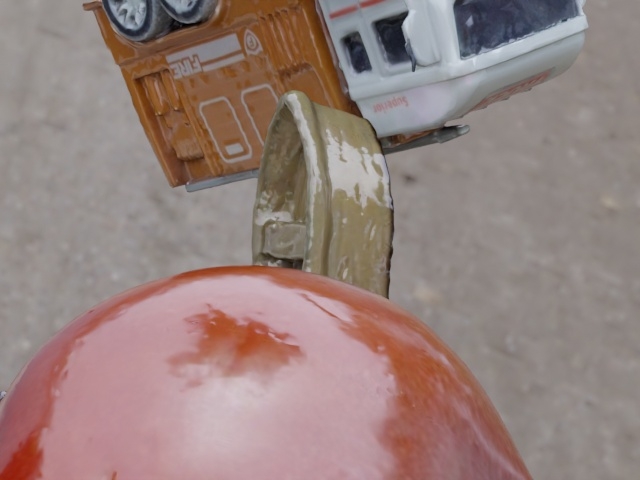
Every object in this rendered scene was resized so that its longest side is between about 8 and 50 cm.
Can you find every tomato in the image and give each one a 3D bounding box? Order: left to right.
[{"bbox_3d":[-0.034,0.169,1.064,0.321,0.321,0.321,19,21,-8],"label":"tomato"}]

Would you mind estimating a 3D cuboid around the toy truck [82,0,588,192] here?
[{"bbox_3d":[0.013,-0.152,1.422,0.173,0.207,0.387,-24,9,-36],"label":"toy truck"}]

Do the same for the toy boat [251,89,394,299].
[{"bbox_3d":[0.000,0.000,1.266,0.061,0.188,0.116,2,2,-19],"label":"toy boat"}]
